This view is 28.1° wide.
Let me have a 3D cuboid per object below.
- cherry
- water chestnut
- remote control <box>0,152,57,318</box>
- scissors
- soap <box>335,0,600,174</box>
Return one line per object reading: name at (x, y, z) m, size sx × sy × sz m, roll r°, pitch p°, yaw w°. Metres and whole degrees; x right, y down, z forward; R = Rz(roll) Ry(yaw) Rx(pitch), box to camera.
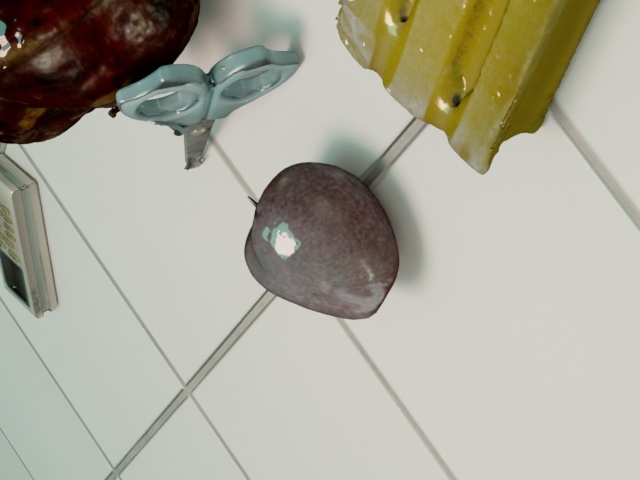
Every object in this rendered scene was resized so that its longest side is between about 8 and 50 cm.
cherry at (0.002, -0.001, 1.315) m, size 0.176 × 0.140 × 0.176 m, roll 22°, pitch 147°, yaw 15°
water chestnut at (-0.314, -0.278, 1.341) m, size 0.335 × 0.335 × 0.347 m, roll 23°, pitch 151°, yaw 44°
remote control at (-0.499, -0.003, 2.106) m, size 0.103 × 0.055 × 0.277 m, roll 36°, pitch 142°, yaw 34°
scissors at (-0.132, -0.131, 1.417) m, size 0.360 × 0.191 × 0.029 m, roll 120°, pitch 134°, yaw -73°
soap at (0.128, -0.225, 0.988) m, size 0.199 × 0.091 × 0.315 m, roll 46°, pitch 147°, yaw 23°
